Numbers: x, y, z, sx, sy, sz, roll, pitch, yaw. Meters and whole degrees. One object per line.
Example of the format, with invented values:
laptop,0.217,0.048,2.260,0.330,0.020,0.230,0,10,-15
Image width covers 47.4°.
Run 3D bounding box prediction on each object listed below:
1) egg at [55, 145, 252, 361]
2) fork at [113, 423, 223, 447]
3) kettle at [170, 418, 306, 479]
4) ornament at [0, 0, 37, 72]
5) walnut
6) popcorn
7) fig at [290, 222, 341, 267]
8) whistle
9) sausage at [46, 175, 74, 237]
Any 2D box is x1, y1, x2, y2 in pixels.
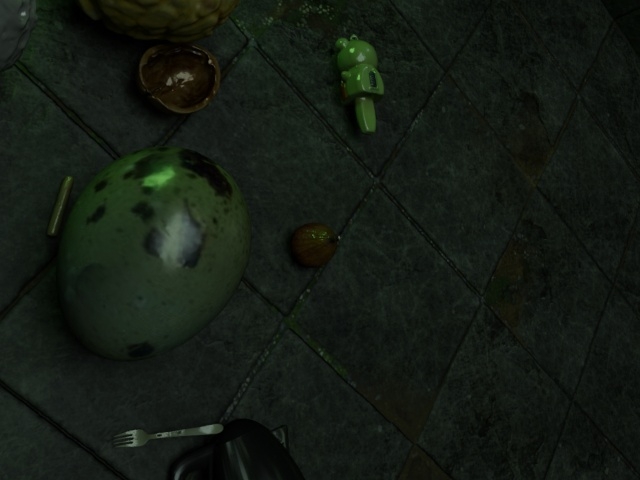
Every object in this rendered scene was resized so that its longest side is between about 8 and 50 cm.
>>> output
egg,-0.315,0.026,1.389,0.345,0.345,0.428,29,71,-28
fork,-0.306,0.391,1.480,0.219,0.028,0.034,-4,73,-18
kettle,-0.151,0.512,1.523,0.271,0.251,0.207,68,16,14
ornament,-0.662,-0.428,1.254,0.337,0.337,0.337,9,74,-35
walnut,-0.324,-0.351,1.630,0.211,0.087,0.167,-34,93,-39
popcorn,-0.360,-0.599,1.524,0.390,0.354,0.344,66,4,-48
fig,-0.013,0.000,1.758,0.119,0.153,0.119,3,65,-7
whistle,0.107,-0.420,1.960,0.131,0.106,0.288,1,78,-39
sausage,-0.519,-0.070,1.458,0.024,0.024,0.132,22,68,-31
